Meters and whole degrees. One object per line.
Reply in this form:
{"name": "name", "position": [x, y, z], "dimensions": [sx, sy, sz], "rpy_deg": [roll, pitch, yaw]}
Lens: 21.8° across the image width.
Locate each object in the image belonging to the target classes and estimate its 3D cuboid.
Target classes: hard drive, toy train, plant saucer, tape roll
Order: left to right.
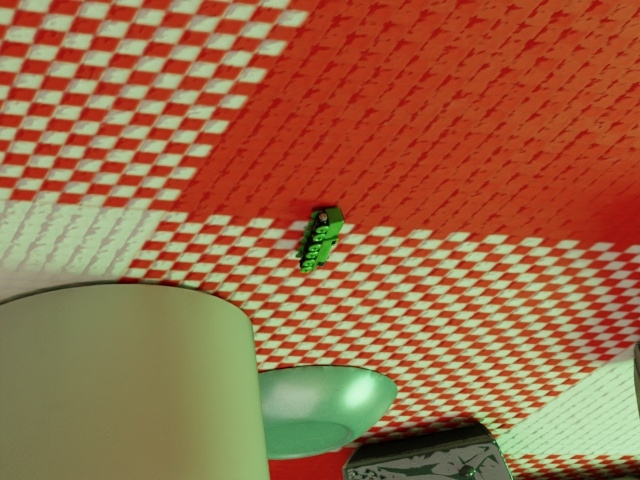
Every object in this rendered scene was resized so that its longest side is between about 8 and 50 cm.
{"name": "tape roll", "position": [-0.164, 0.156, 1.282], "dimensions": [0.246, 0.169, 0.246], "rpy_deg": [-6, 156, -3]}
{"name": "plant saucer", "position": [-0.023, 0.165, 1.504], "dimensions": [0.195, 0.037, 0.195], "rpy_deg": [-7, 156, -3]}
{"name": "toy train", "position": [0.000, 0.000, 1.173], "dimensions": [0.024, 0.017, 0.083], "rpy_deg": [-12, 158, -16]}
{"name": "hard drive", "position": [0.128, 0.298, 1.686], "dimensions": [0.172, 0.054, 0.254], "rpy_deg": [-12, 122, 10]}

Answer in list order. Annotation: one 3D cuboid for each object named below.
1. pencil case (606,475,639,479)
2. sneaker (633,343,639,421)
{"name": "pencil case", "position": [0.249, 0.363, 1.864], "dimensions": [0.410, 0.160, 0.183], "rpy_deg": [-7, 138, -2]}
{"name": "sneaker", "position": [0.373, 0.092, 1.380], "dimensions": [0.182, 0.127, 0.315], "rpy_deg": [-11, 163, -2]}
